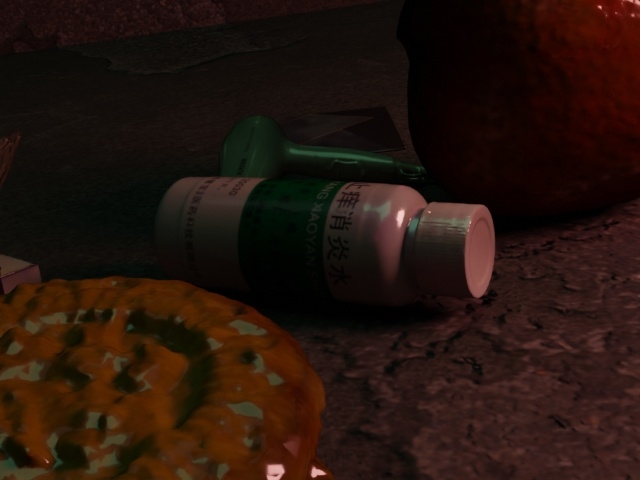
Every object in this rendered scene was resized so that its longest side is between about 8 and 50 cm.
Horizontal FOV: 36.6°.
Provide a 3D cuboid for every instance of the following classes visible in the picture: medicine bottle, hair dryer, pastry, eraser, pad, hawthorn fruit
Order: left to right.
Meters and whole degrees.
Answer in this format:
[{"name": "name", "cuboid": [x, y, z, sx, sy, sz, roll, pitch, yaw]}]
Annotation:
[{"name": "eraser", "cuboid": [-0.333, 0.033, 0.854, 0.150, 0.023, 0.103, 11, 26, 40]}, {"name": "pastry", "cuboid": [-0.111, 0.110, 0.419, 0.240, 0.132, 0.235, 7, 23, 35]}, {"name": "medicine bottle", "cuboid": [0.000, 0.000, 0.745, 0.259, 0.095, 0.095, 4, 22, 25]}, {"name": "hair dryer", "cuboid": [0.008, -0.062, 0.986, 0.237, 0.075, 0.206, 2, 27, 0]}, {"name": "pad", "cuboid": [0.018, -0.141, 1.257, 0.163, 0.004, 0.243, -7, 20, 0]}, {"name": "hawthorn fruit", "cuboid": [0.213, -0.156, 0.863, 0.311, 0.295, 0.295, 26, 15, -13]}]

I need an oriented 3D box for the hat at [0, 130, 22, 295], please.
[{"name": "hat", "cuboid": [-0.291, 0.042, 0.664, 0.265, 0.128, 0.265, -26, 14, 7]}]
